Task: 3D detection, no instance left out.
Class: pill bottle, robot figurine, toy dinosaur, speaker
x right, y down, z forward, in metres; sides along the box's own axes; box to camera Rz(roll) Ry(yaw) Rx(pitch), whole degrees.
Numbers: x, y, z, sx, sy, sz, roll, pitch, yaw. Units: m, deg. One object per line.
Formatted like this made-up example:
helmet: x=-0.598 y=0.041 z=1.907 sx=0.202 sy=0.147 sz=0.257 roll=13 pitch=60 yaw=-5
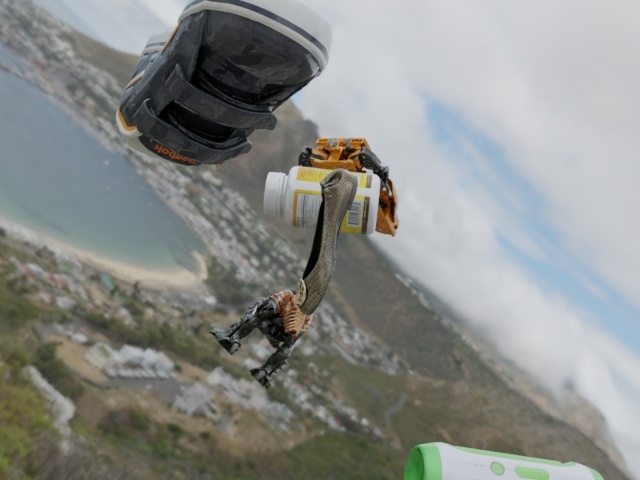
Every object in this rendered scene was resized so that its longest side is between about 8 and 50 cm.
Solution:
pill bottle: x=0.003 y=-0.079 z=1.515 sx=0.214 sy=0.117 sz=0.117 roll=7 pitch=-2 yaw=3
robot figurine: x=0.068 y=-0.120 z=1.726 sx=0.210 sy=0.085 sz=0.291 roll=4 pitch=-37 yaw=24
toy dinosaur: x=-0.094 y=0.163 z=1.602 sx=0.164 sy=0.218 sz=0.322 roll=43 pitch=-9 yaw=13
speaker: x=0.285 y=0.391 z=1.227 sx=0.296 sy=0.131 sz=0.131 roll=10 pitch=6 yaw=-9

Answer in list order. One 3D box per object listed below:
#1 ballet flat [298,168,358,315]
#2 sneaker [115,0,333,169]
ballet flat: x=0.000 y=0.000 z=1.314 sx=0.058 sy=0.250 sz=0.084 roll=17 pitch=0 yaw=-20
sneaker: x=-0.096 y=-0.130 z=0.702 sx=0.126 sy=0.128 sz=0.321 roll=23 pitch=-7 yaw=-24
